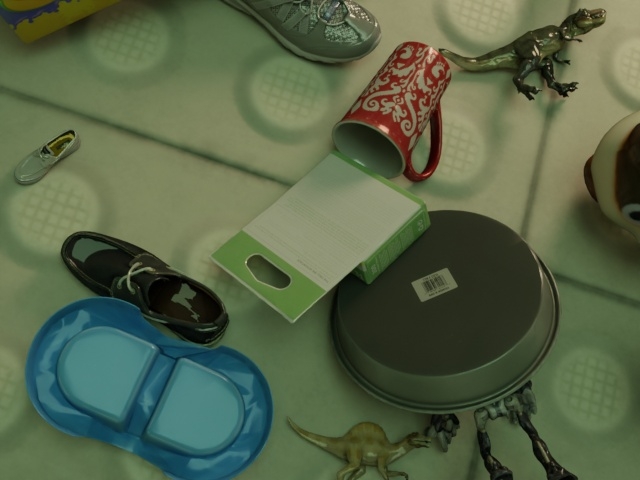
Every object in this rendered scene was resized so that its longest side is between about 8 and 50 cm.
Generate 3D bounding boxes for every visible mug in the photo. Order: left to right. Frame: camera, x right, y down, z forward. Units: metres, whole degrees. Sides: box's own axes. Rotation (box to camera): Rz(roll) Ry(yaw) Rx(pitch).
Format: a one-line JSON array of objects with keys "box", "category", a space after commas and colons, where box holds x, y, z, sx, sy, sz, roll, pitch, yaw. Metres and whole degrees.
[{"box": [0.110, -0.175, 1.220, 0.113, 0.150, 0.169, 15, 61, 33], "category": "mug"}]

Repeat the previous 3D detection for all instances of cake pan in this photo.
[{"box": [0.149, 0.073, 1.085, 0.293, 0.054, 0.293, -8, 49, 10], "category": "cake pan"}]

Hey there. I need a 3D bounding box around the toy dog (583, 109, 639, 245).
[{"box": [0.571, -0.114, 1.169, 0.407, 0.284, 0.396, -18, 93, -8], "category": "toy dog"}]

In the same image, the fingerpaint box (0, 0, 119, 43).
[{"box": [-0.274, -0.526, 1.142, 0.444, 0.163, 0.371, -26, 72, -1], "category": "fingerpaint box"}]

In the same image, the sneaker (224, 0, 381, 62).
[{"box": [-0.041, -0.345, 1.222, 0.281, 0.115, 0.105, 26, 70, -2], "category": "sneaker"}]

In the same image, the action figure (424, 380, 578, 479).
[{"box": [0.205, 0.208, 1.090, 0.164, 0.141, 0.276, -16, 50, -7], "category": "action figure"}]

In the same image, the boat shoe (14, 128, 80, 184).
[{"box": [-0.356, -0.111, 1.132, 0.100, 0.035, 0.035, -38, 83, -19], "category": "boat shoe"}]

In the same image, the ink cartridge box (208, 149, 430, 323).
[{"box": [0.000, 0.000, 1.114, 0.235, 0.056, 0.171, -43, 53, -18], "category": "ink cartridge box"}]

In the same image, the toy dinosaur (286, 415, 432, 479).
[{"box": [0.046, 0.270, 1.090, 0.183, 0.053, 0.093, 4, 61, 3], "category": "toy dinosaur"}]

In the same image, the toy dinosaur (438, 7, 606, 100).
[{"box": [0.317, -0.267, 1.298, 0.268, 0.064, 0.118, -18, 70, -13], "category": "toy dinosaur"}]

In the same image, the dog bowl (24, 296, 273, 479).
[{"box": [-0.203, 0.184, 1.049, 0.297, 0.074, 0.166, 24, 70, -2], "category": "dog bowl"}]

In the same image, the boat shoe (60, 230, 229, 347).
[{"box": [-0.218, 0.051, 1.087, 0.233, 0.079, 0.084, 30, 72, 1], "category": "boat shoe"}]
